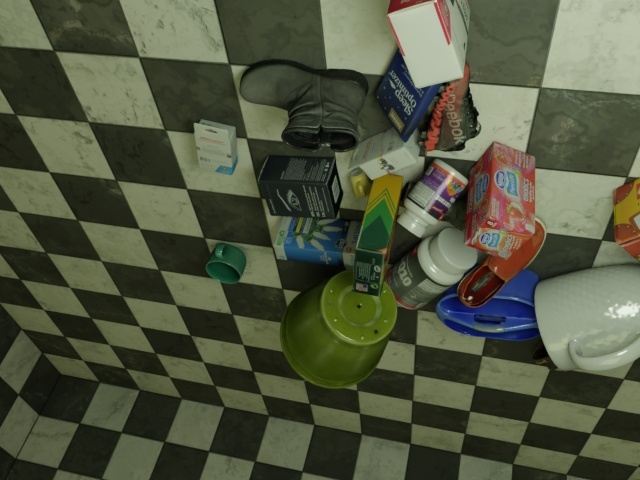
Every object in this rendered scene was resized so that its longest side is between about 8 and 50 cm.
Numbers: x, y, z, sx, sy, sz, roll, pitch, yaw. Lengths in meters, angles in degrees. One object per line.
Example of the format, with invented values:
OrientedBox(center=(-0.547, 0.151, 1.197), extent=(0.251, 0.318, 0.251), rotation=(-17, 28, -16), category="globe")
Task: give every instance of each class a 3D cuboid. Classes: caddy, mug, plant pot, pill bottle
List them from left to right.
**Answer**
OrientedBox(center=(-0.318, 0.068, 2.247), extent=(0.129, 0.097, 0.158), rotation=(27, 142, -13), category="mug")
OrientedBox(center=(0.078, 0.258, 2.057), extent=(0.367, 0.366, 0.353), rotation=(20, 155, -4), category="plant pot")
OrientedBox(center=(0.115, -0.161, 1.804), extent=(0.078, 0.062, 0.064), rotation=(32, 154, 52), category="mug")
OrientedBox(center=(0.286, -0.107, 1.689), extent=(0.108, 0.108, 0.193), rotation=(32, 99, -20), category="pill bottle")
OrientedBox(center=(0.332, 0.084, 1.956), extent=(0.161, 0.161, 0.283), rotation=(26, 142, -13), category="pill bottle")
OrientedBox(center=(0.534, 0.209, 2.017), extent=(0.341, 0.179, 0.241), rotation=(3, 141, 22), category="caddy")
OrientedBox(center=(0.797, 0.228, 1.788), extent=(0.328, 0.374, 0.276), rotation=(-20, 108, 34), category="mug")

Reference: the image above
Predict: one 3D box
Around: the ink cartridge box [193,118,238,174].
OrientedBox(center=(-0.292, -0.274, 1.822), extent=(0.104, 0.060, 0.180), rotation=(14, 144, 6), category="ink cartridge box")

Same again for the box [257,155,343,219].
OrientedBox(center=(-0.054, -0.152, 1.847), extent=(0.207, 0.108, 0.153), rotation=(5, 142, 16), category="box")

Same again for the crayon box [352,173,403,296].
OrientedBox(center=(0.159, -0.038, 1.735), extent=(0.081, 0.318, 0.202), rotation=(10, 144, 8), category="crayon box")

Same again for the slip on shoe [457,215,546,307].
OrientedBox(center=(0.511, 0.068, 1.824), extent=(0.123, 0.101, 0.331), rotation=(39, 110, 0), category="slip on shoe")

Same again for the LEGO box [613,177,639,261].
OrientedBox(center=(1.006, -0.055, 1.478), extent=(0.372, 0.193, 0.500), rotation=(34, 140, -22), category="LEGO box")

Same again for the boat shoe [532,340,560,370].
OrientedBox(center=(0.799, 0.339, 2.145), extent=(0.097, 0.116, 0.324), rotation=(11, 149, 3), category="boat shoe")

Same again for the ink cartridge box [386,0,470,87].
OrientedBox(center=(0.215, -0.442, 1.255), extent=(0.100, 0.237, 0.172), rotation=(-8, 137, 26), category="ink cartridge box")

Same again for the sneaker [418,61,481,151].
OrientedBox(center=(0.319, -0.306, 1.508), extent=(0.135, 0.097, 0.276), rotation=(14, 146, 5), category="sneaker")

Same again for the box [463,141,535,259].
OrientedBox(center=(0.441, -0.100, 1.591), extent=(0.123, 0.256, 0.128), rotation=(20, 144, -8), category="box")

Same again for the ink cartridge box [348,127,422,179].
OrientedBox(center=(0.166, -0.225, 1.666), extent=(0.181, 0.104, 0.061), rotation=(-18, 131, 39), category="ink cartridge box")

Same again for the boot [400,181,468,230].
OrientedBox(center=(0.336, -0.116, 1.782), extent=(0.209, 0.076, 0.189), rotation=(29, 141, -4), category="boot")

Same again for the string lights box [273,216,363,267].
OrientedBox(center=(0.000, 0.000, 2.001), extent=(0.260, 0.133, 0.076), rotation=(6, 143, 14), category="string lights box")

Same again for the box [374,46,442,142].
OrientedBox(center=(0.195, -0.340, 1.494), extent=(0.037, 0.136, 0.225), rotation=(-19, 156, -27), category="box")

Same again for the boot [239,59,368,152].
OrientedBox(center=(-0.062, -0.315, 1.539), extent=(0.338, 0.222, 0.118), rotation=(4, 142, 17), category="boot")
